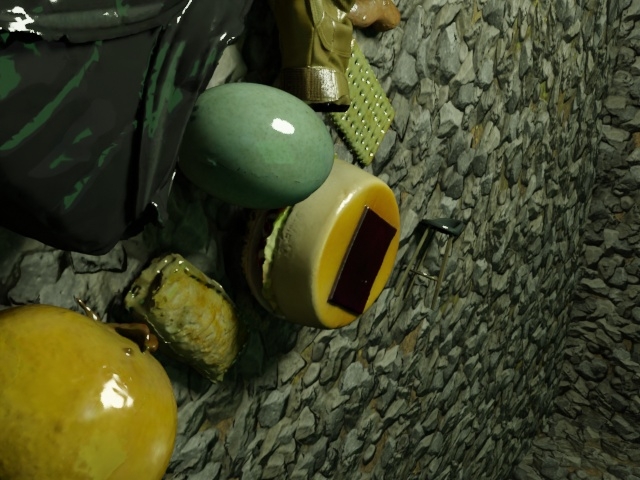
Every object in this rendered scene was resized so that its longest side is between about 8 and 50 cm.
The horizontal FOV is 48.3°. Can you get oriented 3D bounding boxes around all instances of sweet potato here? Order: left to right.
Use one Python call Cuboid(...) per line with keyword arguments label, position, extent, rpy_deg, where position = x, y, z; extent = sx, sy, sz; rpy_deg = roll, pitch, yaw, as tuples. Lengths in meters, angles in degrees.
Cuboid(label="sweet potato", position=(0.078, -0.387, 1.205), extent=(0.218, 0.051, 0.065), rpy_deg=(-17, 122, -51))

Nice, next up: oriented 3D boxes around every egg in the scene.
Cuboid(label="egg", position=(-0.087, -0.127, 0.976), extent=(0.236, 0.169, 0.169), rpy_deg=(9, 99, -30))

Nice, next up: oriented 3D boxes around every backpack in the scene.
Cuboid(label="backpack", position=(-0.217, -0.223, 0.688), extent=(0.446, 0.255, 0.363), rpy_deg=(-62, 149, -17))

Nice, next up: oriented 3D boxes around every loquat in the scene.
Cuboid(label="loquat", position=(-0.285, 0.194, 0.779), extent=(0.275, 0.275, 0.275), rpy_deg=(-30, 129, -45))

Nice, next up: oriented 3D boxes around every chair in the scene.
Cuboid(label="chair", position=(0.241, 0.038, 1.619), extent=(0.095, 0.104, 0.221), rpy_deg=(28, 85, -39))

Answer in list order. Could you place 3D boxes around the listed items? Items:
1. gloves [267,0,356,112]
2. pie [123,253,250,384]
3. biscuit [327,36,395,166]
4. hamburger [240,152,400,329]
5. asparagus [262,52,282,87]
Cuboid(label="gloves", position=(-0.002, -0.347, 1.023), extent=(0.154, 0.141, 0.331), rpy_deg=(-3, 108, -20))
Cuboid(label="pie", position=(-0.184, 0.125, 1.073), extent=(0.128, 0.068, 0.282), rpy_deg=(-58, 148, -18))
Cuboid(label="biscuit", position=(0.071, -0.243, 1.300), extent=(0.139, 0.016, 0.231), rpy_deg=(-62, 146, -15))
Cuboid(label="hamburger", position=(0.000, 0.000, 1.172), extent=(0.300, 0.176, 0.300), rpy_deg=(-29, 128, -47))
Cuboid(label="asparagus", position=(-0.080, -0.231, 1.083), extent=(0.023, 0.022, 0.233), rpy_deg=(32, 78, -11))
